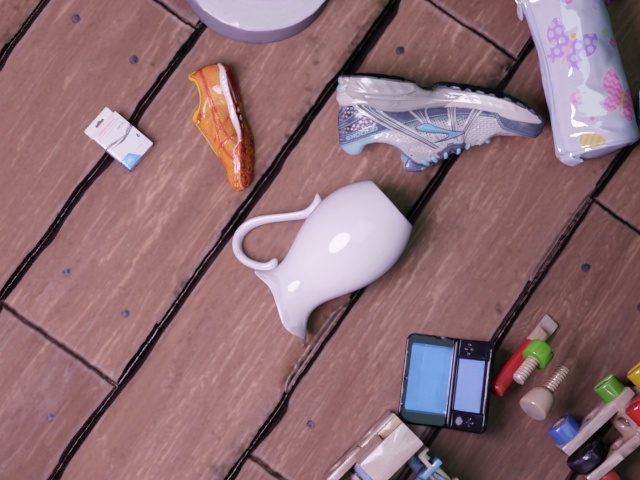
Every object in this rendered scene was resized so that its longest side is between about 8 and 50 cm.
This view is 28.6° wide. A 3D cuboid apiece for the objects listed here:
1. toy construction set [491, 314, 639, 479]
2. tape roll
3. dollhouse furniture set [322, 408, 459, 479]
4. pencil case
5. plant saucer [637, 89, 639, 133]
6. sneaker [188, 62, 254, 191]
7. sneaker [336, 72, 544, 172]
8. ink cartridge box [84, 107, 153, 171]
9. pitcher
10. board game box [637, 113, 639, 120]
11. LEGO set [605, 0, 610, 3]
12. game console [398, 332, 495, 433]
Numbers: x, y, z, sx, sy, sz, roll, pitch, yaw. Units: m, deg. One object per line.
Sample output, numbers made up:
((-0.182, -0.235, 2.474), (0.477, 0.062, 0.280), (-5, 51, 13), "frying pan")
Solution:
((0.414, 0.185, 1.646), (0.309, 0.257, 0.237), (33, 63, 20), "toy construction set")
((-0.084, -0.378, 1.687), (0.219, 0.072, 0.219), (1, 85, -6), "tape roll")
((0.093, 0.310, 1.586), (0.129, 0.184, 0.129), (-45, 90, -3), "dollhouse furniture set")
((0.343, -0.242, 1.692), (0.124, 0.113, 0.273), (-14, 88, -35), "pencil case")
((0.518, -0.168, 1.734), (0.192, 0.018, 0.067), (2, 86, -19), "plant saucer")
((-0.132, -0.147, 1.677), (0.067, 0.064, 0.175), (-16, 81, 13), "sneaker")
((0.157, -0.152, 1.691), (0.283, 0.110, 0.122), (7, 102, -2), "sneaker")
((-0.269, -0.136, 1.670), (0.083, 0.028, 0.048), (40, 83, -1), "ink cartridge box")
((0.000, 0.000, 1.648), (0.207, 0.125, 0.178), (-41, 75, 4), "pitcher")
((0.541, -0.153, 1.712), (0.201, 0.035, 0.136), (40, 74, -14), "board game box")
((0.493, -0.366, 1.734), (0.227, 0.093, 0.087), (7, 47, 21), "LEGO set")
((0.167, 0.189, 1.666), (0.071, 0.107, 0.122), (10, 84, -33), "game console")
